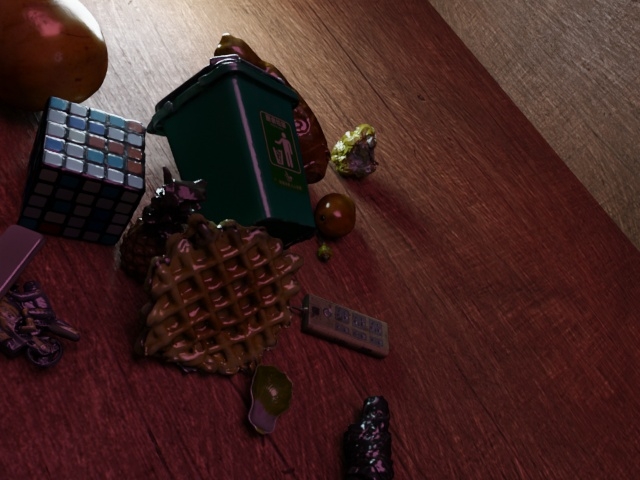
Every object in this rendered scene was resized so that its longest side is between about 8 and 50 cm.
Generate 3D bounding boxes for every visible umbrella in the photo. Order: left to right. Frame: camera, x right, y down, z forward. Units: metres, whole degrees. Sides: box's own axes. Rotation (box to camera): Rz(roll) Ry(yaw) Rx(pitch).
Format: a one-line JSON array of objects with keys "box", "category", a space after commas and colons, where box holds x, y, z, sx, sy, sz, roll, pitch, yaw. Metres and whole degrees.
[{"box": [0.076, 0.426, 1.117, 0.154, 0.128, 0.336, 38, 31, -30], "category": "umbrella"}]

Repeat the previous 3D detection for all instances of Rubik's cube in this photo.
[{"box": [-0.441, -0.124, 1.124, 0.187, 0.184, 0.182, 15, 47, -31], "category": "Rubik's cube"}]

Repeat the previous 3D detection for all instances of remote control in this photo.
[{"box": [-0.525, 0.083, 0.930, 0.067, 0.029, 0.260, 20, 55, 4], "category": "remote control"}]

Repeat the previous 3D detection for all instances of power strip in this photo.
[{"box": [0.044, 0.189, 1.356, 0.268, 0.034, 0.092, 23, 44, -22], "category": "power strip"}]

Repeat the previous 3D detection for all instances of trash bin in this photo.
[{"box": [-0.185, -0.157, 1.288, 0.259, 0.295, 0.380, 13, 56, -55], "category": "trash bin"}]

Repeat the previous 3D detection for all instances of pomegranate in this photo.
[{"box": [-0.568, -0.385, 1.201, 0.264, 0.264, 0.264, 22, 44, -23], "category": "pomegranate"}]

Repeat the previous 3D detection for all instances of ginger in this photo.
[{"box": [-0.134, -0.321, 1.550, 0.176, 0.254, 0.418, -42, 102, -10], "category": "ginger"}]

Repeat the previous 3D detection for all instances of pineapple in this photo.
[{"box": [-0.287, -0.028, 1.114, 0.128, 0.248, 0.128, 20, 45, -20], "category": "pineapple"}]

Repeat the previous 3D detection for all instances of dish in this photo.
[{"box": [-0.106, 0.303, 1.132, 0.091, 0.039, 0.137, 36, 43, -18], "category": "dish"}]

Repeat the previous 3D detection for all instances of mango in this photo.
[{"box": [0.039, -0.071, 1.545, 0.111, 0.089, 0.163, 40, 29, -21], "category": "mango"}]

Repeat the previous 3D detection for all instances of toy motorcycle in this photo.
[{"box": [-0.481, 0.121, 0.970, 0.193, 0.061, 0.124, 30, 48, -3], "category": "toy motorcycle"}]

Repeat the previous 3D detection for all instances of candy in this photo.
[{"box": [0.000, 0.000, 1.494, 0.035, 0.035, 0.122, 14, 40, -37], "category": "candy"}]

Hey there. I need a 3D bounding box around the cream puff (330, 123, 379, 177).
[{"box": [0.097, -0.257, 1.722, 0.156, 0.156, 0.121, 11, 35, -32], "category": "cream puff"}]

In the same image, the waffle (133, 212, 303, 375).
[{"box": [-0.179, 0.105, 1.107, 0.317, 0.297, 0.073, 21, 2, -39], "category": "waffle"}]
